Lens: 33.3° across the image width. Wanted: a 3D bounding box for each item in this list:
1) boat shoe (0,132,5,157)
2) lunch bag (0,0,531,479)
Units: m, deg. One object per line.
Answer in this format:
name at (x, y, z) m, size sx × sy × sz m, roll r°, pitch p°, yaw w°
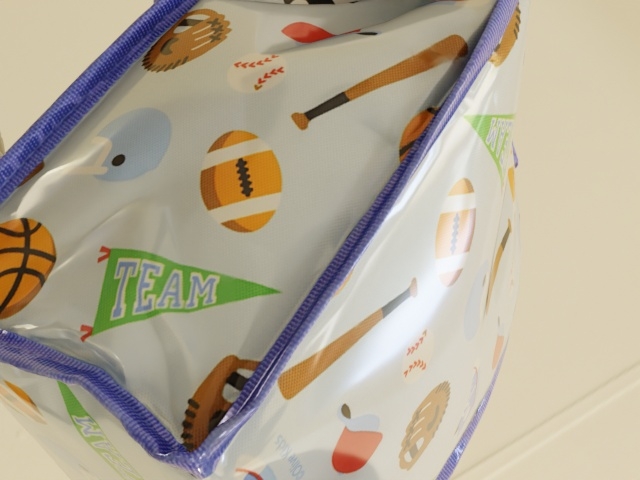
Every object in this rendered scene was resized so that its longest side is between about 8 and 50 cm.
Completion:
boat shoe at (-0.350, -0.053, 0.981) m, size 0.073 × 0.080 × 0.223 m, roll -10°, pitch -154°, yaw 5°
lunch bag at (0.000, 0.000, 0.644) m, size 0.239 × 0.328 × 0.385 m, roll 26°, pitch -115°, yaw 25°
